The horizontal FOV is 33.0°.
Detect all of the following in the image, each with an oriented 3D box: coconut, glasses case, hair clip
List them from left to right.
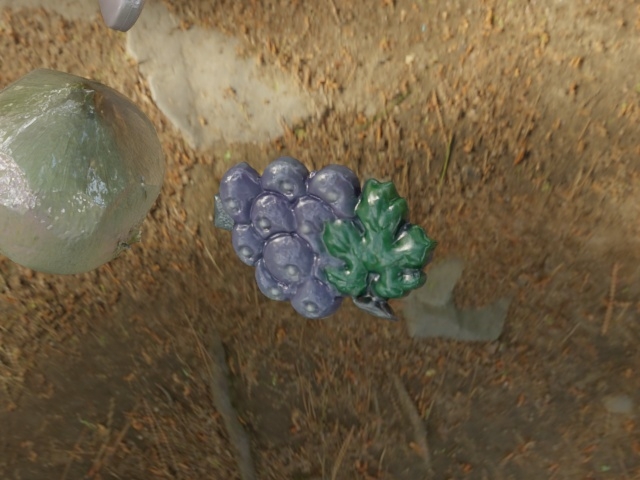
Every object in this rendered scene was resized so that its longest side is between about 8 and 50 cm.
[{"bbox_3d":[-0.282,-0.081,1.185,0.224,0.234,0.224,16,58,-27],"label":"coconut"},{"bbox_3d":[-0.350,-0.487,1.909,0.075,0.113,0.297,14,43,-27],"label":"glasses case"},{"bbox_3d":[0.001,-0.001,0.836,0.195,0.052,0.124,13,112,29],"label":"hair clip"}]
